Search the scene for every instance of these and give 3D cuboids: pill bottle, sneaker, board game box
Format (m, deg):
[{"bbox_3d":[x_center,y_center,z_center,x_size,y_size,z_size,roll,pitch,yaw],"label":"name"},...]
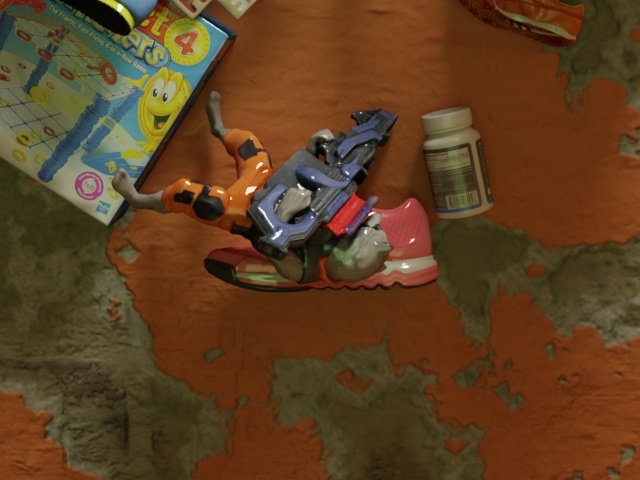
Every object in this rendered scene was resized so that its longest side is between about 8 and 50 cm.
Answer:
[{"bbox_3d":[0.178,-0.103,1.384,0.078,0.078,0.137,-11,101,6],"label":"pill bottle"},{"bbox_3d":[0.000,0.000,1.419,0.314,0.116,0.136,-1,89,0],"label":"sneaker"},{"bbox_3d":[-0.293,-0.333,1.289,0.209,0.069,0.082,31,69,5],"label":"sneaker"},{"bbox_3d":[-0.320,-0.229,1.382,0.308,0.086,0.302,33,103,-4],"label":"board game box"},{"bbox_3d":[0.252,-0.306,1.353,0.175,0.064,0.067,21,81,-5],"label":"sneaker"}]

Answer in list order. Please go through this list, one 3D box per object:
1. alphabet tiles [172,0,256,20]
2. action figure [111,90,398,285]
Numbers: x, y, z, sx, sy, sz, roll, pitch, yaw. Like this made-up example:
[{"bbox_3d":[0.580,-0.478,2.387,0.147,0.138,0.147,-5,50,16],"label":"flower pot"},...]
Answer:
[{"bbox_3d":[-0.119,-0.396,1.284,0.198,0.009,0.237,43,99,-9],"label":"alphabet tiles"},{"bbox_3d":[-0.041,-0.060,1.343,0.330,0.341,0.178,31,132,19],"label":"action figure"}]
